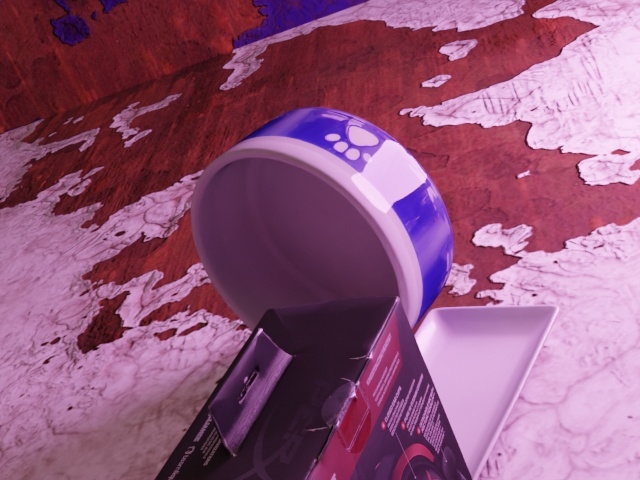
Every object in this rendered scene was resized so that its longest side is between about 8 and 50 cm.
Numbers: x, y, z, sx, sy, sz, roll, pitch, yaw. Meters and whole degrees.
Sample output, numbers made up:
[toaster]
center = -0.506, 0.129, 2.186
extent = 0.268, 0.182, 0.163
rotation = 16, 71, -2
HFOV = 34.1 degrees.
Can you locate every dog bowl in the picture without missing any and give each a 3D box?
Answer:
[dog bowl]
center = 0.000, 0.000, 1.079
extent = 0.265, 0.264, 0.104
rotation = 0, 31, 40

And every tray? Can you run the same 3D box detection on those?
[tray]
center = 0.119, 0.151, 0.961
extent = 0.145, 0.030, 0.270
rotation = -3, 32, 34

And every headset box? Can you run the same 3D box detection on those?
[headset box]
center = 0.010, 0.192, 0.664
extent = 0.110, 0.293, 0.218
rotation = -8, 30, 29
